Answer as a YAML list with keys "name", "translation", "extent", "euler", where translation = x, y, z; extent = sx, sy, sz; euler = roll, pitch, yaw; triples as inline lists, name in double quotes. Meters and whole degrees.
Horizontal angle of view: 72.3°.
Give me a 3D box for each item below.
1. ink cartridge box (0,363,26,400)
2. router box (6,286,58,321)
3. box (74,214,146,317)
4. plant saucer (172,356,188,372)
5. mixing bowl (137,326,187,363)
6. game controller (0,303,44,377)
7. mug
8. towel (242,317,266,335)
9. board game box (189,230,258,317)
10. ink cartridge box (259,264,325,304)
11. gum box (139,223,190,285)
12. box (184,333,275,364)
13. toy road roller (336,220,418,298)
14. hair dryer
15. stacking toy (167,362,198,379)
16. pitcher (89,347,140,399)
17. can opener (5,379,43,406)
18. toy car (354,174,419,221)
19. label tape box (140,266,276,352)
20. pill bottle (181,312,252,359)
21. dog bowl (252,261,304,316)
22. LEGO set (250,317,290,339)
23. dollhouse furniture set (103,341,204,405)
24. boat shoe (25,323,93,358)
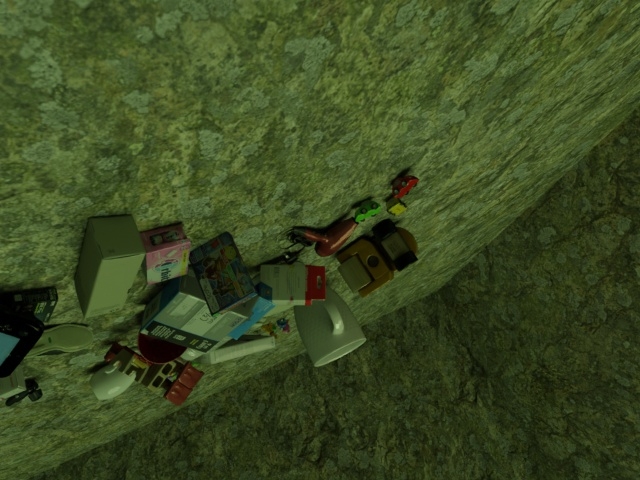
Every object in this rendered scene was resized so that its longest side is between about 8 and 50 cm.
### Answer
- name: "ink cartridge box"
  translation: [-0.961, 0.430, 1.308]
  extent: [0.122, 0.088, 0.052]
  euler: [-23, 158, -14]
- name: "router box"
  translation: [-0.708, 0.164, 1.072]
  extent: [0.092, 0.038, 0.122]
  euler: [-4, 149, -46]
- name: "box"
  translation: [-0.492, 0.065, 1.011]
  extent: [0.094, 0.113, 0.275]
  euler: [-9, 154, -41]
- name: "plant saucer"
  translation: [-0.685, 0.581, 2.022]
  extent: [0.199, 0.036, 0.198]
  euler: [-14, 157, -6]
- name: "mixing bowl"
  translation: [-0.543, 0.317, 1.499]
  extent: [0.181, 0.181, 0.098]
  euler: [-13, -162, -33]
- name: "game controller"
  translation: [-0.788, 0.241, 1.042]
  extent: [0.166, 0.067, 0.319]
  euler: [26, 129, -35]
- name: "mug"
  translation: [0.026, 0.366, 2.044]
  extent: [0.276, 0.328, 0.374]
  euler: [-22, 158, -16]
- name: "towel"
  translation: [-0.444, 0.462, 2.069]
  extent: [0.324, 0.056, 0.312]
  euler: [-3, 148, -49]
- name: "board game box"
  translation: [-0.274, 0.093, 1.214]
  extent: [0.136, 0.201, 0.035]
  euler: [-29, 159, 4]
- name: "ink cartridge box"
  translation: [-0.099, 0.159, 1.561]
  extent: [0.231, 0.134, 0.078]
  euler: [1, 158, -3]
- name: "gum box"
  translation: [-0.398, 0.035, 1.120]
  extent: [0.107, 0.062, 0.188]
  euler: [-17, 157, -28]
- name: "box"
  translation: [-0.389, 0.460, 1.873]
  extent: [0.322, 0.058, 0.232]
  euler: [-2, 174, -44]
- name: "toy road roller"
  translation: [0.254, 0.078, 1.849]
  extent: [0.329, 0.202, 0.240]
  euler: [-36, 169, 15]
- name: "hair dryer"
  translation: [0.000, 0.000, 1.505]
  extent: [0.294, 0.080, 0.223]
  euler: [-25, 160, -9]
- name: "stacking toy"
  translation: [-0.740, 0.679, 2.215]
  extent: [0.167, 0.052, 0.221]
  euler: [-37, 158, 23]
- name: "pitcher"
  translation: [-0.785, 0.511, 1.702]
  extent: [0.207, 0.125, 0.177]
  euler: [-29, 141, -27]
- name: "can opener"
  translation: [-1.036, 0.537, 1.515]
  extent: [0.186, 0.073, 0.059]
  euler: [-27, 169, 23]
- name: "toy car"
  translation: [0.210, -0.132, 1.500]
  extent: [0.225, 0.053, 0.239]
  euler: [-23, 158, -11]
- name: "label tape box"
  translation: [-0.350, 0.246, 1.401]
  extent: [0.348, 0.115, 0.249]
  euler: [30, 125, -30]
- name: "pill bottle"
  translation: [-0.410, 0.325, 1.646]
  extent: [0.283, 0.160, 0.160]
  euler: [-35, 158, 16]
- name: "dog bowl"
  translation: [-0.162, 0.195, 1.728]
  extent: [0.265, 0.104, 0.265]
  euler: [-24, 159, -10]
- name: "LEGO set"
  translation: [-0.243, 0.486, 2.318]
  extent: [0.227, 0.093, 0.087]
  euler: [-15, 156, -30]
- name: "dollhouse furniture set"
  translation: [-0.624, 0.448, 1.615]
  extent: [0.152, 0.201, 0.374]
  euler: [-56, 145, -24]
- name: "boat shoe"
  translation: [-0.770, 0.287, 1.252]
  extent: [0.079, 0.084, 0.233]
  euler: [-14, 170, 29]
